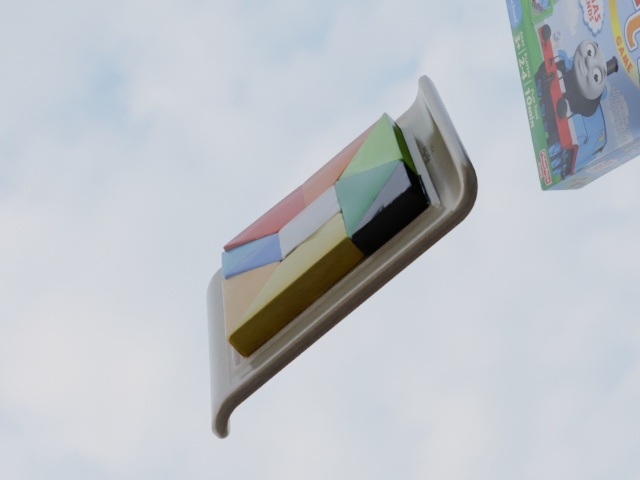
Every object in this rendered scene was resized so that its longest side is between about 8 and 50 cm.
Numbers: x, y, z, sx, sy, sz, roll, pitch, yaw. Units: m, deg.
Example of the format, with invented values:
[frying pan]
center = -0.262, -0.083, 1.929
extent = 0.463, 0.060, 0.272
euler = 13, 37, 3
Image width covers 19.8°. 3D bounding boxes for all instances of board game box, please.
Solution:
[board game box]
center = 0.200, -0.138, 1.241
extent = 0.039, 0.211, 0.160
euler = -4, -103, -24

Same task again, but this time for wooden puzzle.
[wooden puzzle]
center = 0.000, 0.000, 1.218
extent = 0.044, 0.221, 0.239
euler = 42, -78, -18
